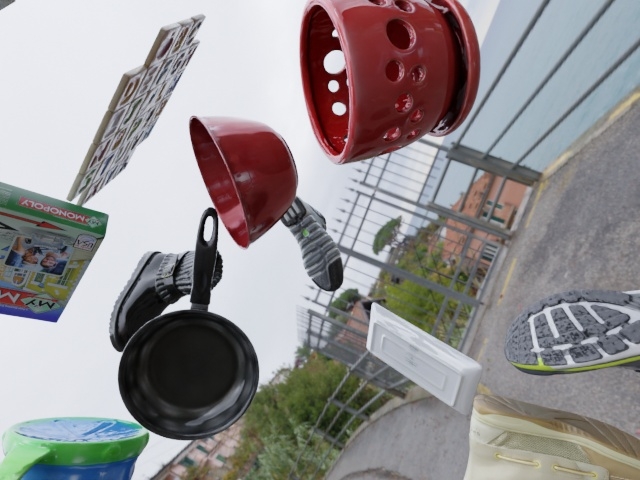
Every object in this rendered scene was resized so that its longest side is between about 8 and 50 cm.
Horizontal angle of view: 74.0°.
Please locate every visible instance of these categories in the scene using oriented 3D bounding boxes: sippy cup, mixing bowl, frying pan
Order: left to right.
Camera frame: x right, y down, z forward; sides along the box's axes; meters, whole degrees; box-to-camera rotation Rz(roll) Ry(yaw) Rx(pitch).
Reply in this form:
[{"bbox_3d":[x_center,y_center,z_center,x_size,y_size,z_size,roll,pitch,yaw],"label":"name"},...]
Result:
[{"bbox_3d":[-0.449,0.451,0.754,0.305,0.240,0.224,20,-109,-45],"label":"sippy cup"},{"bbox_3d":[-0.203,0.131,0.611,0.053,0.197,0.326,-145,41,-79],"label":"frying pan"},{"bbox_3d":[-0.092,-0.088,0.563,0.098,0.181,0.181,-23,-30,-21],"label":"mixing bowl"}]

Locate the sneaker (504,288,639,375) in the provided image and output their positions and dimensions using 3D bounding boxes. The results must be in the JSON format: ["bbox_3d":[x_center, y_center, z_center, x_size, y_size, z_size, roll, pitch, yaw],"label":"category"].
[{"bbox_3d":[0.377,0.123,0.498,0.121,0.300,0.111,58,-148,-29],"label":"sneaker"}]

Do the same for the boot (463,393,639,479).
[{"bbox_3d":[0.336,0.355,0.608,0.095,0.261,0.204,-5,-73,-78],"label":"boot"}]

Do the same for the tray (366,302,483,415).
[{"bbox_3d":[0.203,0.255,0.911,0.030,0.270,0.145,-24,-51,-40],"label":"tray"}]

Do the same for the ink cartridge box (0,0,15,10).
[{"bbox_3d":[-0.447,-0.323,0.432,0.127,0.128,0.176,-26,-20,3],"label":"ink cartridge box"}]

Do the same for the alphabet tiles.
[{"bbox_3d":[-0.296,-0.209,0.696,0.342,0.011,0.285,-47,18,28],"label":"alphabet tiles"}]

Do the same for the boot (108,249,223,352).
[{"bbox_3d":[-0.453,0.170,1.266,0.131,0.260,0.348,61,-145,-55],"label":"boot"}]

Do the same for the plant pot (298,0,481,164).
[{"bbox_3d":[0.080,-0.202,0.512,0.191,0.174,0.191,164,90,-78],"label":"plant pot"}]

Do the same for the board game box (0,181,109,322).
[{"bbox_3d":[-0.460,0.000,0.512,0.213,0.317,0.046,-46,41,30],"label":"board game box"}]

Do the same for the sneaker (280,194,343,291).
[{"bbox_3d":[0.000,0.000,0.937,0.086,0.229,0.132,-30,-9,18],"label":"sneaker"}]
